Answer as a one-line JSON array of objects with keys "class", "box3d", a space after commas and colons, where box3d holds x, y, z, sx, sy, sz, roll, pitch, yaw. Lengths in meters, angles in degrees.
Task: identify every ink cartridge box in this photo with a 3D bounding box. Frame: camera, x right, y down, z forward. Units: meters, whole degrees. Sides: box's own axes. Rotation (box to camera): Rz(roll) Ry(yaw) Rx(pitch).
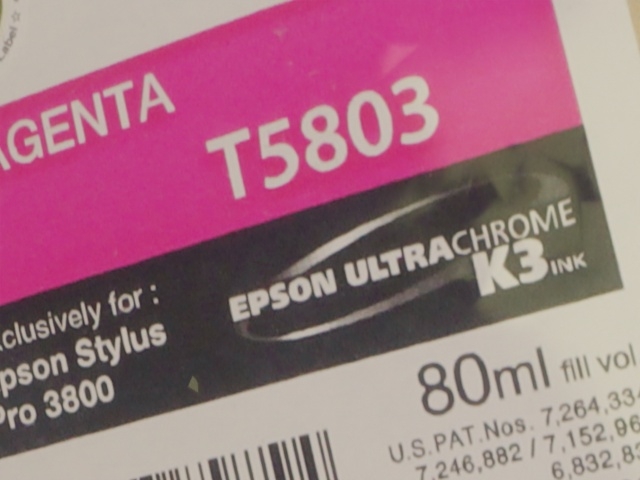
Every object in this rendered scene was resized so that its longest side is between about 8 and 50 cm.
[{"class": "ink cartridge box", "box3d": [0.000, 0.000, 0.411, 0.235, 0.088, 0.193, -18, 81, 24]}]
